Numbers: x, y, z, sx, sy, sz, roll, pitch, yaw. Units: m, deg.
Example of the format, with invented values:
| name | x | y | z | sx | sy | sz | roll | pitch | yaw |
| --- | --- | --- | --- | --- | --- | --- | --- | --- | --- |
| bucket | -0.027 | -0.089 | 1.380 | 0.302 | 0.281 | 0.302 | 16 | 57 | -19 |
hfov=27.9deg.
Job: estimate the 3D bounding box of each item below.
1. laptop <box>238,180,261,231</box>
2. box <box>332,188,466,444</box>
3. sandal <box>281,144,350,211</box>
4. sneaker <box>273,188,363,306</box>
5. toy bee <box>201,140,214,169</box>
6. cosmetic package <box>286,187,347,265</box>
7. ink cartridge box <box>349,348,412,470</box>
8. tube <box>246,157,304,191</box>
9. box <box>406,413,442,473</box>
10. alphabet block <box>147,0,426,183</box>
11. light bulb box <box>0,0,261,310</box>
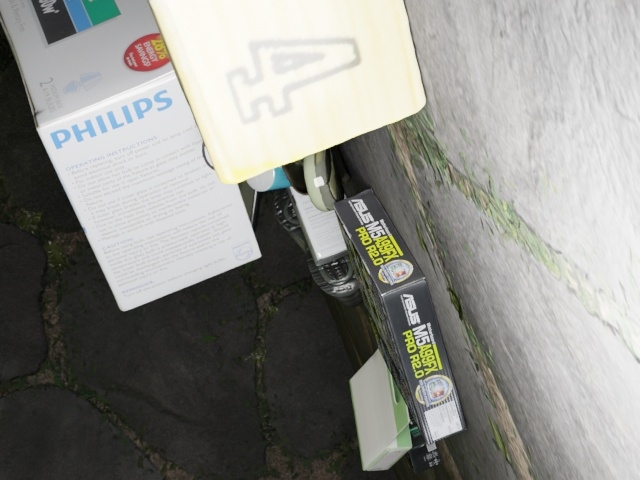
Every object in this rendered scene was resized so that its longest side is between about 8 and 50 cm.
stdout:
| name | x | y | z | sx | sy | sz | roll | pitch | yaw |
| --- | --- | --- | --- | --- | --- | --- | --- | --- | --- |
| laptop | -0.218 | -0.252 | 2.124 | 0.382 | 0.236 | 0.408 | -136 | 53 | -75 |
| box | 0.103 | 0.099 | 1.675 | 0.216 | 0.060 | 0.270 | -116 | 6 | -54 |
| sandal | -0.017 | -0.113 | 1.809 | 0.303 | 0.086 | 0.120 | -76 | -34 | -75 |
| sneaker | 0.000 | 0.000 | 2.277 | 0.130 | 0.109 | 0.286 | 63 | -175 | -61 |
| toy bee | -0.069 | -0.256 | 1.585 | 0.195 | 0.162 | 0.298 | 46 | 131 | 38 |
| cosmetic package | -0.011 | -0.083 | 2.082 | 0.117 | 0.085 | 0.231 | 107 | 141 | -82 |
| ink cartridge box | 0.117 | 0.267 | 2.150 | 0.235 | 0.056 | 0.171 | 125 | 143 | -55 |
| tube | -0.035 | -0.113 | 1.943 | 0.207 | 0.052 | 0.080 | -16 | -92 | -57 |
| box | 0.165 | 0.343 | 2.198 | 0.083 | 0.052 | 0.062 | -119 | 9 | -55 |
| alphabet block | -0.044 | -0.200 | 1.084 | 0.192 | 0.193 | 0.197 | -114 | 4 | -47 |
| light bulb box | -0.273 | -0.166 | 1.814 | 0.361 | 0.225 | 0.358 | 74 | 170 | -45 |
